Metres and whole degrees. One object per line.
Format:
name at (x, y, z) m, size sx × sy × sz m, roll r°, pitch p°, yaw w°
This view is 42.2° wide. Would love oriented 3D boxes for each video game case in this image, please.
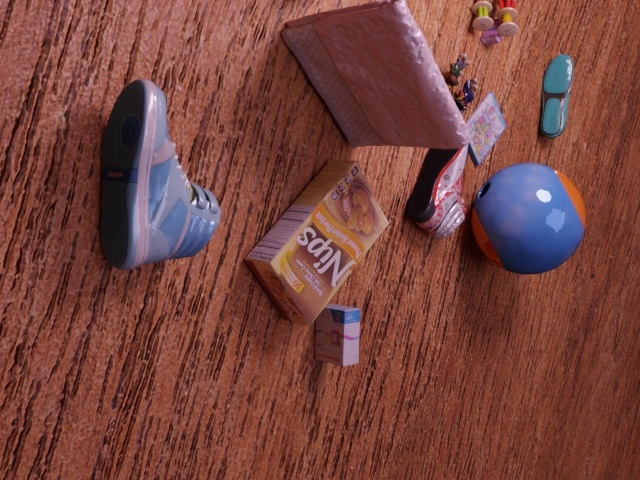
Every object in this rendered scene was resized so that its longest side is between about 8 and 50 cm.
video game case at (0.434, -0.298, 2.204) m, size 0.166 × 0.015 × 0.119 m, roll -51°, pitch 127°, yaw -29°

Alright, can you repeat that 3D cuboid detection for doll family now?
doll family at (0.336, -0.363, 2.056) m, size 0.193 × 0.076 × 0.111 m, roll 55°, pitch 52°, yaw -38°

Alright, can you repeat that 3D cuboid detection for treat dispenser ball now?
treat dispenser ball at (0.534, -0.055, 2.138) m, size 0.288 × 0.288 × 0.288 m, roll -6°, pitch 99°, yaw -45°

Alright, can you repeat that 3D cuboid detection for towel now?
towel at (0.109, -0.316, 1.655) m, size 0.053 × 0.316 × 0.332 m, roll -54°, pitch 128°, yaw -28°

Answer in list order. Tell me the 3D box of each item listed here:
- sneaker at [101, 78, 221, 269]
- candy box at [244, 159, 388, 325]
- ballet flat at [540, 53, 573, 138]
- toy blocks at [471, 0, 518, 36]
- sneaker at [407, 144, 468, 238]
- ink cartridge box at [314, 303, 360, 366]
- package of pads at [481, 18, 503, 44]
sneaker at (-0.262, -0.112, 1.437) m, size 0.208 × 0.127 × 0.319 m, roll -2°, pitch 105°, yaw -44°
candy box at (0.000, 0.000, 1.739) m, size 0.316 × 0.087 × 0.183 m, roll -51°, pitch 127°, yaw -29°
ballet flat at (0.685, -0.415, 2.416) m, size 0.087 × 0.083 × 0.248 m, roll 18°, pitch 81°, yaw -70°
toy blocks at (0.448, -0.606, 2.142) m, size 0.123 × 0.054 × 0.148 m, roll 10°, pitch 62°, yaw -12°
sneaker at (0.315, -0.137, 2.049) m, size 0.145 × 0.090 × 0.270 m, roll 40°, pitch 70°, yaw -41°
ink cartridge box at (0.036, 0.204, 1.798) m, size 0.052 × 0.088 × 0.123 m, roll -5°, pitch 98°, yaw -45°
package of pads at (0.463, -0.550, 2.180) m, size 0.083 × 0.050 × 0.032 m, roll -52°, pitch 128°, yaw -28°
